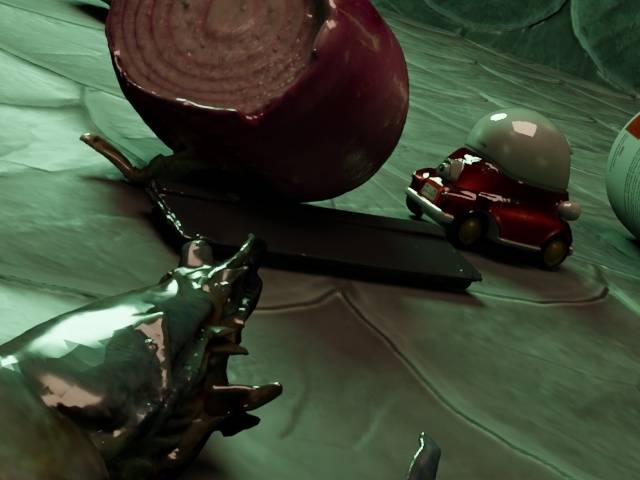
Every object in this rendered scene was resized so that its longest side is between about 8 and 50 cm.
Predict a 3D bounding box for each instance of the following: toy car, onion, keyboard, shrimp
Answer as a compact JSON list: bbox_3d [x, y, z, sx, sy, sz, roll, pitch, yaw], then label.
[{"bbox_3d":[0.146,-0.052,0.909,0.139,0.112,0.112,9,20,-34],"label":"toy car"},{"bbox_3d":[-0.035,-0.109,0.790,0.207,0.201,0.200,-9,3,28],"label":"onion"},{"bbox_3d":[0.000,0.001,0.738,0.231,0.023,0.072,8,27,-33],"label":"keyboard"},{"bbox_3d":[-0.035,0.077,0.377,0.178,0.075,0.289,31,17,9],"label":"shrimp"}]

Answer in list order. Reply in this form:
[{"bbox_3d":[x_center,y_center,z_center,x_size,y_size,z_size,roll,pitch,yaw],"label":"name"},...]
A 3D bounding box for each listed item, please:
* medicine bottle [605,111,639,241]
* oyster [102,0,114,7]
[{"bbox_3d":[0.364,-0.027,1.000,0.157,0.157,0.289,17,17,-9],"label":"medicine bottle"},{"bbox_3d":[-0.158,-0.292,1.296,0.351,0.158,0.162,37,-15,10],"label":"oyster"}]
